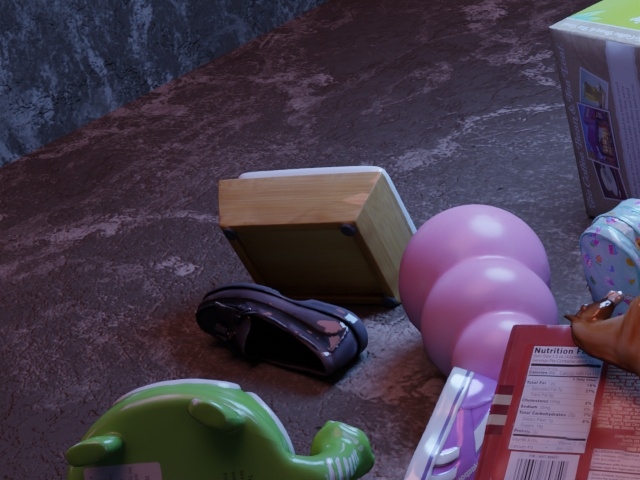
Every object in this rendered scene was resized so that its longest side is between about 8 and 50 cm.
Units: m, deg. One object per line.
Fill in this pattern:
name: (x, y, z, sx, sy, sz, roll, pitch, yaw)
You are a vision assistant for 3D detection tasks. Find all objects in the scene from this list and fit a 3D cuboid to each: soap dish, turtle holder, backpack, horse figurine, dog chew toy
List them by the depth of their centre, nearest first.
horse figurine: (0.328, 0.104, 1.067, 0.174, 0.066, 0.263, -35, 46, 11)
turtle holder: (-0.127, 0.255, 1.448, 0.320, 0.243, 0.227, -36, 3, 6)
backpack: (0.412, 0.039, 1.622, 0.115, 0.182, 0.152, -33, 30, -31)
dog chew toy: (0.216, 0.097, 1.624, 0.207, 0.206, 0.331, -16, 33, 3)
soap dish: (0.000, 0.000, 1.931, 0.291, 0.229, 0.118, -1, 46, 30)

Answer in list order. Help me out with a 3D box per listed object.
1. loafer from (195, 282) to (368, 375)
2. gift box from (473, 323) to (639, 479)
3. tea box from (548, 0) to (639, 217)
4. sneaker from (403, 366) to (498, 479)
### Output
loafer: (-0.077, 0.134, 1.833, 0.303, 0.109, 0.095, 7, 38, 36)
gift box: (0.283, 0.256, 1.191, 0.255, 0.258, 0.276, 2, 51, 31)
tea box: (0.557, -0.217, 1.882, 0.324, 0.329, 0.220, -28, 28, -19)
sneaker: (0.173, 0.279, 1.385, 0.161, 0.102, 0.282, 23, 59, 11)
